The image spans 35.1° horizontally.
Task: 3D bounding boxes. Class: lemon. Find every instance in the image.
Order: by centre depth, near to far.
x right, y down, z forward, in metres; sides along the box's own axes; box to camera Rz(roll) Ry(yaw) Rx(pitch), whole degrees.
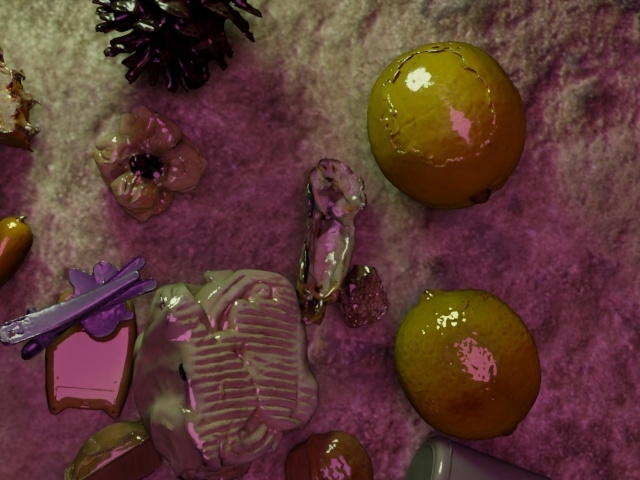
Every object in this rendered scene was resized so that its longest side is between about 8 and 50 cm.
[{"bbox_3d":[0.254,0.213,1.758,0.267,0.267,0.267,1,83,-7],"label":"lemon"},{"bbox_3d":[0.222,-0.203,1.787,0.297,0.297,0.297,1,83,-7],"label":"lemon"}]

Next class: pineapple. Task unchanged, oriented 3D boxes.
[{"bbox_3d":[-0.602,-0.247,1.784,0.186,0.114,0.236,-37,79,-10],"label":"pineapple"}]

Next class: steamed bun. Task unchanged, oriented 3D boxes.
[{"bbox_3d":[-0.192,0.230,1.704,0.346,0.237,0.394,43,47,-19],"label":"steamed bun"},{"bbox_3d":[-0.307,-0.148,1.799,0.177,0.106,0.192,-33,87,-12],"label":"steamed bun"}]

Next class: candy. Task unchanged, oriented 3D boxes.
[{"bbox_3d":[0.071,0.102,1.830,0.095,0.085,0.110,-27,97,-21],"label":"candy"}]

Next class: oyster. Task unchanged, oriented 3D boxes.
[{"bbox_3d":[0.002,0.001,1.794,0.129,0.078,0.345,33,54,-34],"label":"oyster"}]

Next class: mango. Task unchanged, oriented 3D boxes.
[{"bbox_3d":[-0.554,0.036,1.747,0.066,0.101,0.187,32,90,-3],"label":"mango"}]

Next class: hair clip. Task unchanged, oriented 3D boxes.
[{"bbox_3d":[-0.422,0.113,1.744,0.278,0.090,0.137,-24,69,-20],"label":"hair clip"}]

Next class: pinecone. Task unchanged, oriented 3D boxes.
[{"bbox_3d":[-0.246,-0.393,1.762,0.296,0.298,0.242,-46,130,-2],"label":"pinecone"}]

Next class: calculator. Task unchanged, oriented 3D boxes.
[{"bbox_3d":[-0.404,0.192,1.781,0.157,0.033,0.236,4,79,-6],"label":"calculator"}]

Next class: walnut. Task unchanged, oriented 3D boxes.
[{"bbox_3d":[0.016,0.413,1.755,0.166,0.149,0.166,3,102,13],"label":"walnut"}]

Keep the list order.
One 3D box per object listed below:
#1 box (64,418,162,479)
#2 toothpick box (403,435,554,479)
[{"bbox_3d":[-0.353,0.370,1.733,0.177,0.111,0.111,-30,88,-10],"label":"box"},{"bbox_3d":[0.304,0.487,1.737,0.316,0.229,0.229,21,81,-5],"label":"toothpick box"}]
